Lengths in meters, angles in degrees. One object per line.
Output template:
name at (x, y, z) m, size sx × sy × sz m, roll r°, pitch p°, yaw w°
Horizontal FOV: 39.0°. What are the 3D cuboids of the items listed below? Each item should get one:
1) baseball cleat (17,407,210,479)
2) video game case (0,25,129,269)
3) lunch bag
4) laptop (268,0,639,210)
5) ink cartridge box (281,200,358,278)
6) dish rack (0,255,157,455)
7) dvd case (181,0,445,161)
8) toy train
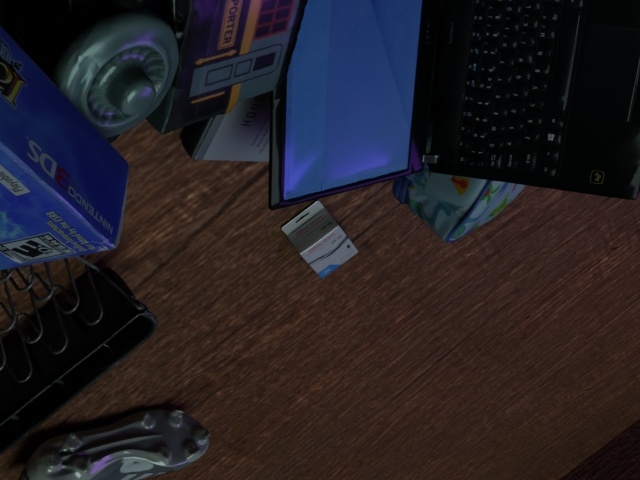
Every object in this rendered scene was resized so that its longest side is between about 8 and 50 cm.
baseball cleat at (-0.223, 0.231, 0.964) m, size 0.206 × 0.072 × 0.109 m, roll 3°, pitch 146°, yaw -41°
video game case at (-0.258, -0.060, 0.391) m, size 0.244 × 0.061 × 0.269 m, roll -9°, pitch 148°, yaw 18°
lunch bag at (0.169, -0.110, 0.824) m, size 0.176 × 0.090 × 0.219 m, roll -30°, pitch 155°, yaw -47°
laptop at (0.111, -0.132, 0.637) m, size 0.136 × 0.264 × 0.234 m, roll -57°, pitch 153°, yaw -60°
ink cartridge box at (0.000, 0.000, 0.891) m, size 0.048 × 0.028 × 0.083 m, roll -37°, pitch 149°, yaw 2°
dish rack at (-0.274, 0.061, 0.660) m, size 0.208 × 0.074 × 0.271 m, roll -39°, pitch 149°, yaw 4°
dvd case at (0.023, -0.136, 0.728) m, size 0.238 × 0.029 × 0.179 m, roll -2°, pitch 136°, yaw -42°
toy train at (-0.077, -0.195, 0.461) m, size 0.190 × 0.142 × 0.334 m, roll -27°, pitch 149°, yaw -38°
